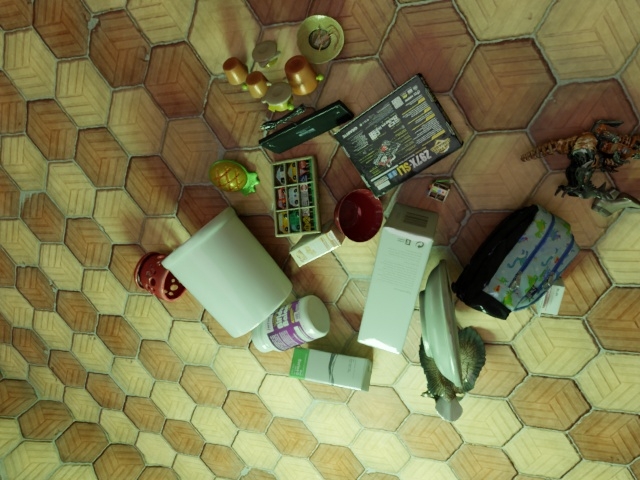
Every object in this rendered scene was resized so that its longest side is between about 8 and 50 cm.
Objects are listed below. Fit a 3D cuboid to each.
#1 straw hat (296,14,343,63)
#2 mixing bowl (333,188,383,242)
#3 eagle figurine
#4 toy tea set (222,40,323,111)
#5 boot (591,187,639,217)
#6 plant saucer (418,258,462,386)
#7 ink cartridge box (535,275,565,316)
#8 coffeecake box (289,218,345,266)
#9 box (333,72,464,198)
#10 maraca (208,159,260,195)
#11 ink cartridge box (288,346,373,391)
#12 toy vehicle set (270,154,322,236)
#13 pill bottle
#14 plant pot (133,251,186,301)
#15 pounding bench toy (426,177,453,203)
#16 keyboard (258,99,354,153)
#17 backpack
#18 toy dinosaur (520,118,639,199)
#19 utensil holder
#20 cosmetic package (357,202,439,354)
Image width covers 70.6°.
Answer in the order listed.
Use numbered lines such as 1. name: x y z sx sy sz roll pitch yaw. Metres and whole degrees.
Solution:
1. straw hat: -0.001 -0.616 1.385 0.144 0.061 0.144 0 116 1
2. mixing bowl: 0.113 -0.086 1.544 0.098 0.181 0.181 11 126 60
3. eagle figurine: 0.457 0.478 1.659 0.225 0.226 0.298 25 126 30
4. toy tea set: -0.155 -0.514 1.445 0.336 0.124 0.200 37 83 29
5. boot: 0.872 -0.102 1.337 0.118 0.042 0.087 31 126 5
6. plant saucer: 0.383 0.264 1.457 0.100 0.400 0.400 -8 111 18
7. ink cartridge box: 0.719 0.160 1.424 0.060 0.180 0.104 8 116 15
8. coffeecake box: 0.000 0.000 1.618 0.185 0.142 0.068 -28 104 27
9. box: 0.241 -0.323 1.428 0.322 0.079 0.257 -31 103 28
10. maraca: -0.316 -0.228 1.654 0.185 0.099 0.127 19 124 -20
11. ink cartridge box: 0.048 0.511 1.788 0.289 0.211 0.122 6 72 17
12. toy vehicle set: -0.085 -0.151 1.573 0.166 0.035 0.267 -7 84 22
13. pill bottle: -0.126 0.343 1.803 0.301 0.169 0.169 -27 103 27
14. plant pot: -0.662 0.140 1.888 0.174 0.191 0.191 18 118 19
15. pounding bench toy: 0.385 -0.174 1.459 0.065 0.052 0.083 23 119 8
16. keyboard: -0.068 -0.374 1.458 0.317 0.201 0.033 -20 73 25
17. backpack: 0.593 0.062 1.373 0.273 0.290 0.356 22 93 7
18. toy dinosaur: 0.753 -0.230 1.282 0.322 0.164 0.218 7 102 36
19. utensil holder: -0.340 0.121 1.689 0.327 0.327 0.385 -33 101 28
20. cosmetic package: 0.263 0.129 1.540 0.161 0.230 0.453 15 117 13
